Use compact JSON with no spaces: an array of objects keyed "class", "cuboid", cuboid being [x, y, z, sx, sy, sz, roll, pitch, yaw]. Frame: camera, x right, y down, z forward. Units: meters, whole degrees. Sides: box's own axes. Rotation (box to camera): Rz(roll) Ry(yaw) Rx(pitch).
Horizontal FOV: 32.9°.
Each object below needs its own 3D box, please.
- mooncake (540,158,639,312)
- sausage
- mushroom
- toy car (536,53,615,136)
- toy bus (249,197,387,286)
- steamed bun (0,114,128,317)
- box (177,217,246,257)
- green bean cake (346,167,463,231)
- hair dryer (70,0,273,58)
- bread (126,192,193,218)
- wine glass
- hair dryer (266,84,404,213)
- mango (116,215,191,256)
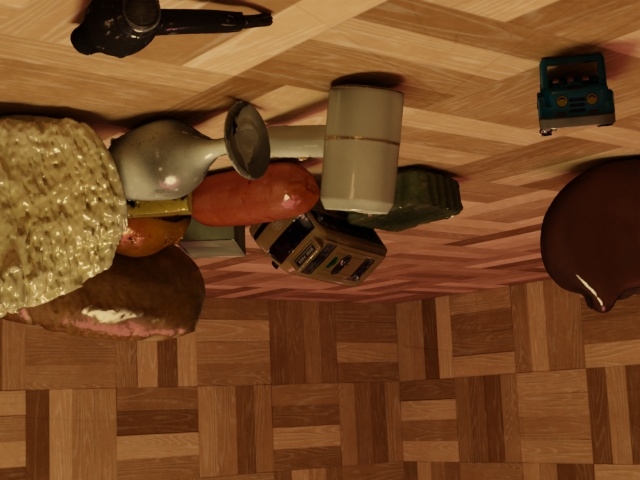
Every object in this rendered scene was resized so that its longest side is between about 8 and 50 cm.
[{"class":"mooncake","cuboid":[0.602,-0.001,2.067,0.326,0.334,0.174,-42,174,-5]},{"class":"sausage","cuboid":[-0.117,-0.083,1.975,0.259,0.114,0.113,-7,170,34]},{"class":"mushroom","cuboid":[-0.445,0.080,2.184,0.397,0.225,0.313,14,-175,23]},{"class":"toy car","cuboid":[0.338,-0.197,1.451,0.097,0.100,0.191,-5,-170,11]},{"class":"toy bus","cuboid":[0.000,0.000,2.128,0.139,0.157,0.289,-47,151,15]},{"class":"steamed bun","cuboid":[-0.433,-0.044,1.615,0.272,0.291,0.273,-4,-169,-24]},{"class":"box","cuboid":[-0.242,-0.020,2.405,0.129,0.086,0.225,-2,171,2]},{"class":"green bean cake","cuboid":[0.164,-0.080,2.111,0.185,0.094,0.183,-9,168,34]},{"class":"hair dryer","cuboid":[-0.156,-0.236,1.191,0.219,0.075,0.195,-6,-176,-27]},{"class":"bread","cuboid":[-0.347,-0.084,1.976,0.226,0.088,0.049,-5,173,4]},{"class":"wine glass","cuboid":[-0.201,-0.128,1.621,0.241,0.127,0.126,-8,170,30]},{"class":"hair dryer","cuboid":[-0.015,-0.134,1.608,0.107,0.173,0.357,6,-179,-35]},{"class":"mango","cuboid":[-0.351,-0.042,2.122,0.156,0.151,0.248,32,-167,18]}]
